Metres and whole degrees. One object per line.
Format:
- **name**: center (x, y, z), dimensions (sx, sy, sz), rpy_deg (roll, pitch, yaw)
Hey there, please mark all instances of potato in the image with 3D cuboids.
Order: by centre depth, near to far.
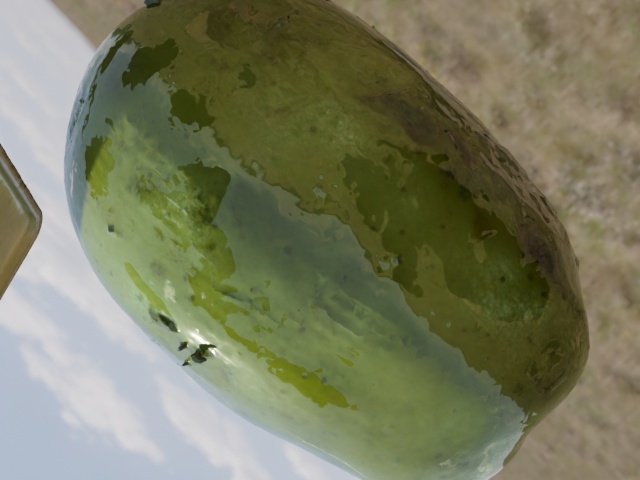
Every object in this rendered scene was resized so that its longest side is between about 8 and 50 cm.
- **potato**: center (0.002, -0.002, 0.711), dimensions (0.304, 0.216, 0.216), rpy_deg (34, 180, -4)

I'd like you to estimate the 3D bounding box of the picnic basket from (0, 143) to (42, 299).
- **picnic basket**: center (-0.167, -0.004, 0.444), dimensions (0.079, 0.115, 0.164), rpy_deg (24, 161, 10)
